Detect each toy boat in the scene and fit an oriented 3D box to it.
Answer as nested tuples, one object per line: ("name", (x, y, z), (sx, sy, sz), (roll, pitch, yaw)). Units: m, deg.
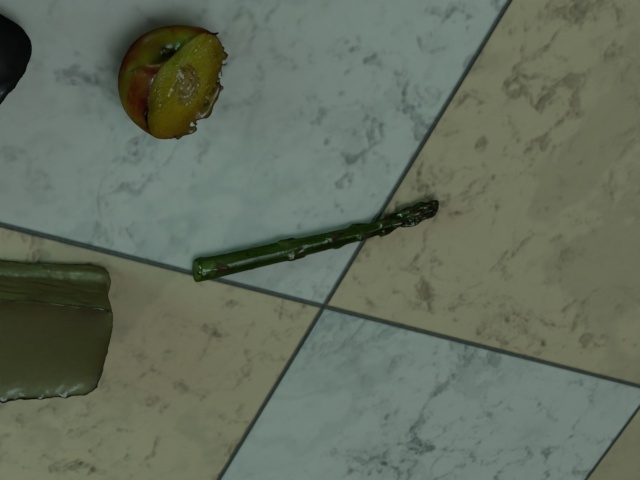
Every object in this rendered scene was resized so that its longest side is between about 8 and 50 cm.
("toy boat", (-0.271, 0.079, 1.088), (0.188, 0.061, 0.116), (2, 123, -27))

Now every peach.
("peach", (-0.121, -0.130, 1.013), (0.098, 0.061, 0.098), (-43, 155, -26))

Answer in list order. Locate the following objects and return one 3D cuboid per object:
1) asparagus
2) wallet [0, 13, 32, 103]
("asparagus", (0.000, 0.000, 1.193), (0.248, 0.025, 0.024), (-14, 86, -17))
("wallet", (-0.394, -0.162, 0.859), (0.197, 0.051, 0.377), (-48, 129, 8))
